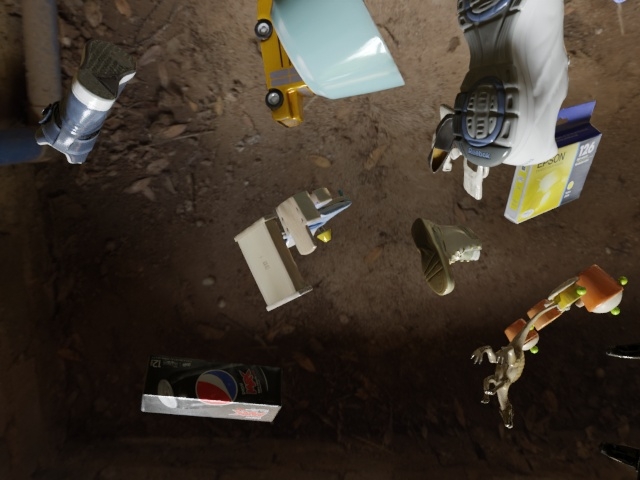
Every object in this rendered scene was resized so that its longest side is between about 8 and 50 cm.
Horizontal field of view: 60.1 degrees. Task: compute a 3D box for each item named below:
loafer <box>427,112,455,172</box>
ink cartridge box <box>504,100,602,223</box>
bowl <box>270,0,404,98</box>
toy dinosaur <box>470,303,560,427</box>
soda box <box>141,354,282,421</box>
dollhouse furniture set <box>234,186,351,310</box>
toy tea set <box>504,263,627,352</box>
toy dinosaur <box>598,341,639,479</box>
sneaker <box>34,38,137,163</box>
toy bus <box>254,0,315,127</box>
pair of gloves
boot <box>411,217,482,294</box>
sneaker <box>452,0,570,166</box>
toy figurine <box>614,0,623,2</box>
[{"bbox_3d":[0.334,-0.259,1.492,0.062,0.061,0.170,13,130,5],"label":"loafer"},{"bbox_3d":[0.691,-0.229,1.620,0.303,0.072,0.307,-19,132,-27],"label":"ink cartridge box"},{"bbox_3d":[0.018,-0.395,1.045,0.163,0.311,0.312,-27,100,13],"label":"bowl"},{"bbox_3d":[0.256,0.161,0.752,0.092,0.053,0.183,12,97,-38],"label":"toy dinosaur"},{"bbox_3d":[-0.135,0.187,0.696,0.168,0.053,0.060,9,141,-14],"label":"soda box"},{"bbox_3d":[0.000,0.000,1.356,0.286,0.303,0.198,-30,85,46],"label":"dollhouse furniture set"},{"bbox_3d":[0.618,0.195,1.400,0.200,0.336,0.124,-24,67,-26],"label":"toy tea set"},{"bbox_3d":[0.316,0.130,0.346,0.218,0.164,0.322,16,136,1],"label":"toy dinosaur"},{"bbox_3d":[-0.379,-0.224,0.895,0.086,0.226,0.163,31,119,-23],"label":"sneaker"},{"bbox_3d":[-0.082,-0.467,1.410,0.130,0.108,0.333,-9,88,13],"label":"toy bus"},{"bbox_3d":[0.394,-0.254,1.588,0.042,0.240,0.204,-21,142,-15],"label":"pair of gloves"},{"bbox_3d":[0.325,0.040,1.352,0.165,0.213,0.077,6,139,-25],"label":"boot"},{"bbox_3d":[0.234,-0.228,0.650,0.129,0.111,0.297,6,94,-35],"label":"sneaker"},{"bbox_3d":[0.618,-0.488,0.963,0.217,0.362,0.191,-28,63,37],"label":"toy figurine"}]
